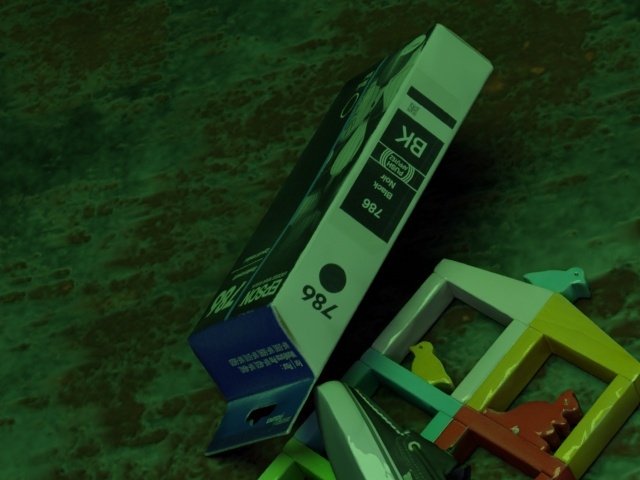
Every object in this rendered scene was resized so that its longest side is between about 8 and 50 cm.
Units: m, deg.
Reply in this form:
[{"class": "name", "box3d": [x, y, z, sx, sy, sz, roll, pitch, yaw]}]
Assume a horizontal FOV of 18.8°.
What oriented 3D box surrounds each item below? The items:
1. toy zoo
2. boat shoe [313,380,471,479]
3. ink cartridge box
[{"class": "toy zoo", "box3d": [0.099, 0.130, 1.369, 0.192, 0.030, 0.293, 30, 72, 37]}, {"class": "boat shoe", "box3d": [0.070, 0.171, 1.285, 0.076, 0.080, 0.228, -19, 42, -17]}, {"class": "ink cartridge box", "box3d": [0.000, 0.000, 1.434, 0.333, 0.065, 0.165, -61, 16, -24]}]
